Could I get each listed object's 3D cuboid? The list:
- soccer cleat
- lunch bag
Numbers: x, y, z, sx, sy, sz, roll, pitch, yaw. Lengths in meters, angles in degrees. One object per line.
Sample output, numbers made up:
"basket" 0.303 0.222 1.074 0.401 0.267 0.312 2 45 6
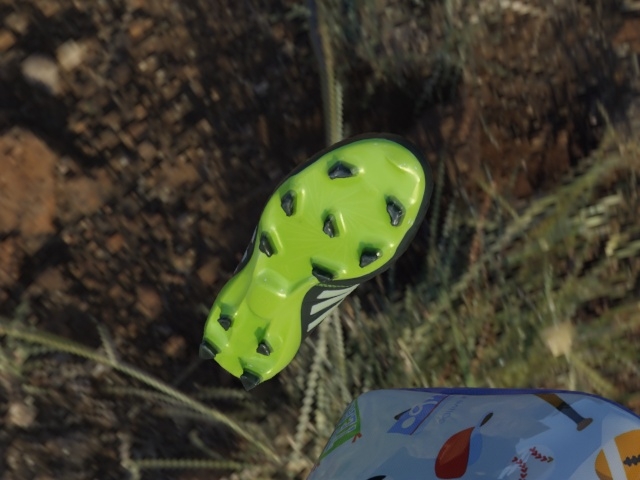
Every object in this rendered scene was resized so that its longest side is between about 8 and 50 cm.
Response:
"soccer cleat" 0.000 0.000 0.790 0.060 0.179 0.072 39 46 -1
"lunch bag" 0.128 0.200 0.859 0.243 0.303 0.115 -8 40 49
